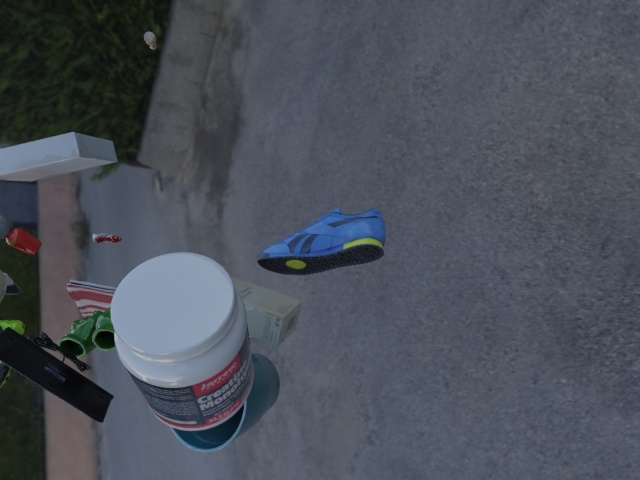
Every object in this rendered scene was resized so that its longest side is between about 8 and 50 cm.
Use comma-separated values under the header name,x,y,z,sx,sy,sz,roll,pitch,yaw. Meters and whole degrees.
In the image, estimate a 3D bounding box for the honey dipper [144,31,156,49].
name,x,y,z,sx,sy,sz,roll,pitch,yaw
honey dipper,-0.470,-0.553,1.363,0.161,0.031,0.030,-136,57,-70

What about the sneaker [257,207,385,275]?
name,x,y,z,sx,sy,sz,roll,pitch,yaw
sneaker,0.000,0.000,0.758,0.210,0.069,0.082,-12,59,21

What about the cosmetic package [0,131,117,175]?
name,x,y,z,sx,sy,sz,roll,pitch,yaw
cosmetic package,-1.007,-0.304,1.823,0.284,0.378,0.097,-45,-57,-85

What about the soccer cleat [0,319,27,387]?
name,x,y,z,sx,sy,sz,roll,pitch,yaw
soccer cleat,-0.802,0.283,1.230,0.060,0.072,0.178,17,89,62

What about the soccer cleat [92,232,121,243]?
name,x,y,z,sx,sy,sz,roll,pitch,yaw
soccer cleat,-0.647,-0.009,1.482,0.035,0.083,0.029,45,122,35

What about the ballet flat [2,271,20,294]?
name,x,y,z,sx,sy,sz,roll,pitch,yaw
ballet flat,-1.115,0.141,1.670,0.074,0.203,0.074,-7,75,28

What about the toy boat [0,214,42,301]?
name,x,y,z,sx,sy,sz,roll,pitch,yaw
toy boat,-0.915,0.089,1.324,0.268,0.148,0.318,-11,48,52

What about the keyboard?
name,x,y,z,sx,sy,sz,roll,pitch,yaw
keyboard,-0.658,0.323,1.219,0.033,0.317,0.201,-46,17,2

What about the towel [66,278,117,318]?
name,x,y,z,sx,sy,sz,roll,pitch,yaw
towel,-0.746,0.243,1.737,0.329,0.237,0.037,111,168,-57

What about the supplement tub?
name,x,y,z,sx,sy,sz,roll,pitch,yaw
supplement tub,-0.208,0.167,0.775,0.272,0.191,0.191,94,155,-50

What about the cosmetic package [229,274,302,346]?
name,x,y,z,sx,sy,sz,roll,pitch,yaw
cosmetic package,-0.235,0.215,1.574,0.310,0.160,0.113,18,106,13

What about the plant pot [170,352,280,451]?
name,x,y,z,sx,sy,sz,roll,pitch,yaw
plant pot,-0.255,0.424,1.385,0.272,0.255,0.271,-3,82,24

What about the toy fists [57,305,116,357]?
name,x,y,z,sx,sy,sz,roll,pitch,yaw
toy fists,-0.636,0.257,1.434,0.279,0.142,0.096,-17,106,25
